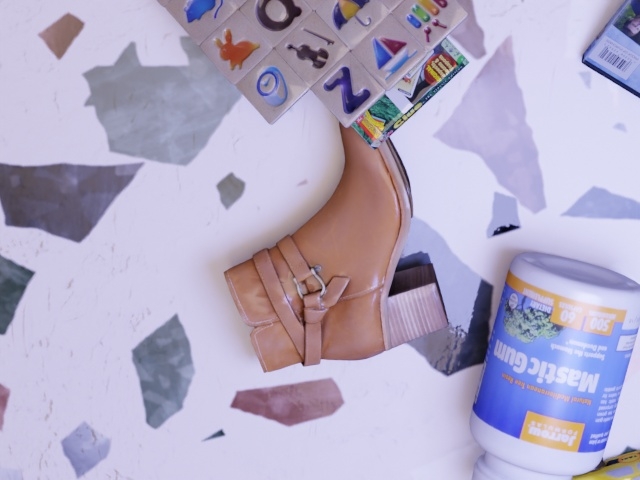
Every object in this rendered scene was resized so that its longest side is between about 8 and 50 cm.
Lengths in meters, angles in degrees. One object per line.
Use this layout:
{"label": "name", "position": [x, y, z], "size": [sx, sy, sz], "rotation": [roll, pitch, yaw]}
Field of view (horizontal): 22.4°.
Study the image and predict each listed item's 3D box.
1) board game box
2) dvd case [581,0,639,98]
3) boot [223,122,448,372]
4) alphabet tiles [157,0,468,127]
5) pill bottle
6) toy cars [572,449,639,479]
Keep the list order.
{"label": "board game box", "position": [0.019, -0.234, 1.686], "size": [0.136, 0.030, 0.260], "rotation": [-44, 77, 9]}
{"label": "dvd case", "position": [0.416, -0.232, 1.686], "size": [0.180, 0.022, 0.253], "rotation": [30, 128, -8]}
{"label": "boot", "position": [0.000, 0.000, 1.754], "size": [0.220, 0.109, 0.283], "rotation": [-15, 109, 6]}
{"label": "alphabet tiles", "position": [-0.023, -0.297, 1.672], "size": [0.285, 0.011, 0.342], "rotation": [-43, 81, 8]}
{"label": "pill bottle", "position": [0.248, 0.162, 1.758], "size": [0.152, 0.152, 0.272], "rotation": [12, 101, -4]}
{"label": "toy cars", "position": [0.456, 0.329, 1.830], "size": [0.393, 0.087, 0.176], "rotation": [24, 101, -6]}
